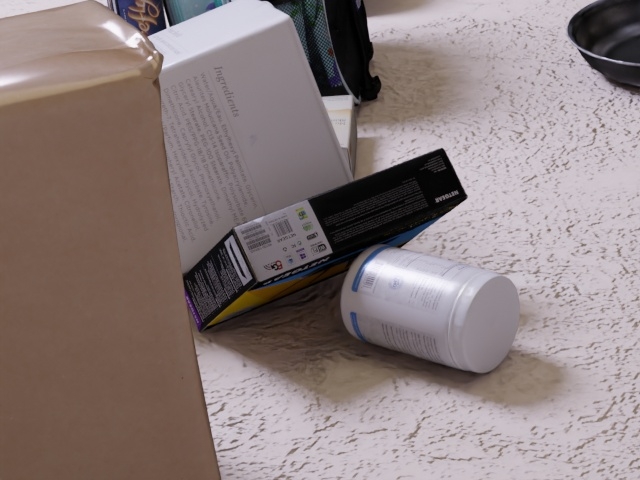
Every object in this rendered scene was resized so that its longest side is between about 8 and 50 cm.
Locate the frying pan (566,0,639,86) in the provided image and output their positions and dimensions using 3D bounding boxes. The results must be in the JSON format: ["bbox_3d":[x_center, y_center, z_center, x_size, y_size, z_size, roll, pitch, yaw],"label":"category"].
[{"bbox_3d":[0.347,-0.161,1.634,0.197,0.053,0.326,-17,29,-17],"label":"frying pan"}]

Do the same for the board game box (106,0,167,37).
[{"bbox_3d":[-0.170,-0.197,1.722,0.042,0.165,0.243,-11,26,-6],"label":"board game box"}]

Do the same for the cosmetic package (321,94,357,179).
[{"bbox_3d":[0.000,-0.082,1.580,0.060,0.041,0.115,-5,26,4],"label":"cosmetic package"}]

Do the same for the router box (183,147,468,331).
[{"bbox_3d":[0.000,0.000,1.334,0.179,0.046,0.133,-22,-8,-26],"label":"router box"}]

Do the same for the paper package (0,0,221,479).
[{"bbox_3d":[-0.238,0.050,1.076,0.324,0.310,0.168,-13,24,-13],"label":"paper package"}]

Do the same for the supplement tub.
[{"bbox_3d":[0.073,0.046,1.269,0.107,0.071,0.071,15,34,37],"label":"supplement tub"}]

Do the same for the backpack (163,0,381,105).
[{"bbox_3d":[-0.053,-0.255,1.705,0.191,0.254,0.225,-6,27,3],"label":"backpack"}]

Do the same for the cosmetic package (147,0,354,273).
[{"bbox_3d":[-0.094,-0.079,1.419,0.183,0.151,0.151,-23,18,-8],"label":"cosmetic package"}]
